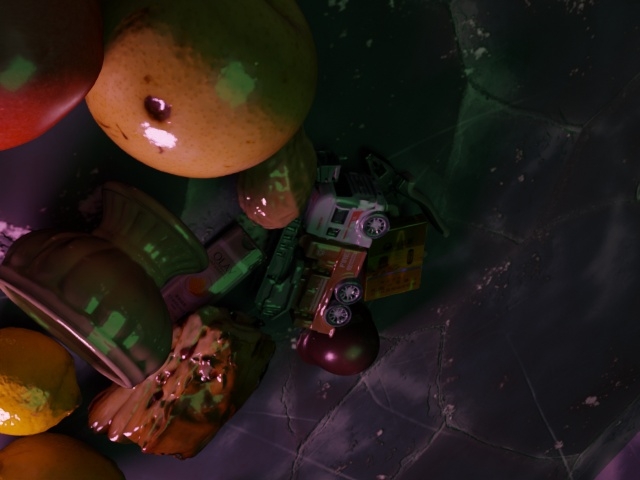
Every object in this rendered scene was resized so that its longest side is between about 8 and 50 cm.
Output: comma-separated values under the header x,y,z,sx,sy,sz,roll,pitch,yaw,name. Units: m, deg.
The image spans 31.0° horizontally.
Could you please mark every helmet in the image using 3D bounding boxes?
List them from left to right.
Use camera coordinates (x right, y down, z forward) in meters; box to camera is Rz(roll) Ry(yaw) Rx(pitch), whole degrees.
x,y,z,sx,sy,sz,roll,pitch,yaw,name
0.049,0.213,2.315,0.175,0.106,0.155,-8,125,-25,helmet

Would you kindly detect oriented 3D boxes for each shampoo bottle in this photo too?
x,y,z,sx,sy,sz,roll,pitch,yaw,name
-0.205,0.072,2.052,0.227,0.056,0.086,-39,92,-3,shampoo bottle

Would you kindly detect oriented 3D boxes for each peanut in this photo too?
x,y,z,sx,sy,sz,roll,pitch,yaw,name
-0.081,-0.163,1.929,0.149,0.149,0.313,-23,127,-19,peanut

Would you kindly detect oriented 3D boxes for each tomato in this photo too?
x,y,z,sx,sy,sz,roll,pitch,yaw,name
-0.435,-0.283,1.446,0.341,0.273,0.341,0,107,-2,tomato

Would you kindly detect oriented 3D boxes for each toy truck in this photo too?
x,y,z,sx,sy,sz,roll,pitch,yaw,name
0.000,0.000,2.107,0.184,0.133,0.338,11,119,-18,toy truck

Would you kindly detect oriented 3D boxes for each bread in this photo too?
x,y,z,sx,sy,sz,roll,pitch,yaw,name
-0.229,0.268,2.058,0.324,0.167,0.277,-42,163,8,bread

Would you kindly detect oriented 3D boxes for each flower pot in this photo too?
x,y,z,sx,sy,sz,roll,pitch,yaw,name
-0.327,0.061,1.825,0.244,0.307,0.307,-50,137,-16,flower pot

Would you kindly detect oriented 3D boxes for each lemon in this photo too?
x,y,z,sx,sy,sz,roll,pitch,yaw,name
-0.494,0.228,1.890,0.180,0.193,0.180,-40,149,-30,lemon
-0.476,0.473,2.036,0.322,0.268,0.268,38,96,-28,lemon

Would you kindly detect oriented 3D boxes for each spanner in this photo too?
x,y,z,sx,sy,sz,roll,pitch,yaw,name
0.156,-0.074,2.221,0.095,0.040,0.325,-43,136,-2,spanner

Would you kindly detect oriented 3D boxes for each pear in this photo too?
x,y,z,sx,sy,sz,roll,pitch,yaw,name
-0.172,-0.253,1.647,0.348,0.348,0.348,-18,130,-23,pear

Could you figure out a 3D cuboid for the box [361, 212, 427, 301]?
x,y,z,sx,sy,sz,roll,pitch,yaw,name
0.143,0.034,2.264,0.121,0.030,0.193,-13,139,-14,box
